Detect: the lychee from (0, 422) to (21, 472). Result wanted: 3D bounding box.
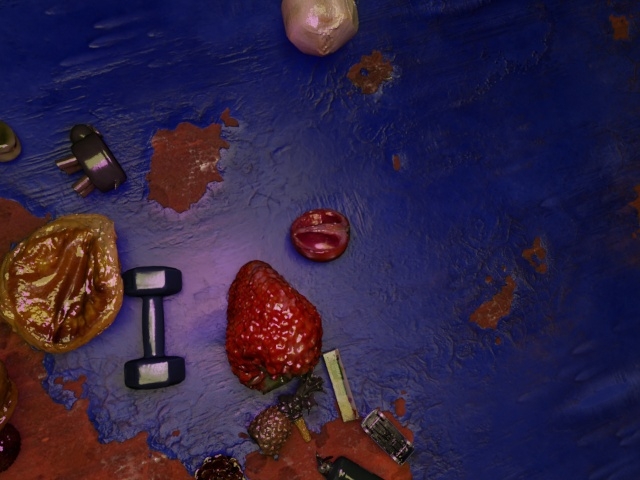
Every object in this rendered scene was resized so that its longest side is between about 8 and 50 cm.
[{"bbox_3d":[-0.817,0.522,1.515,0.123,0.123,0.128,20,87,-7],"label":"lychee"}]

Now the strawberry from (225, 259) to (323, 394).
[{"bbox_3d":[-0.129,0.211,1.615,0.267,0.312,0.351,-6,63,-32],"label":"strawberry"}]

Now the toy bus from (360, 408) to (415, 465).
[{"bbox_3d":[0.184,0.553,1.716,0.073,0.076,0.167,-44,93,-12],"label":"toy bus"}]

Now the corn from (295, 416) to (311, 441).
[{"bbox_3d":[-0.051,0.525,1.700,0.027,0.028,0.083,-27,87,8],"label":"corn"}]

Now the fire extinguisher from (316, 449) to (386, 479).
[{"bbox_3d":[0.096,0.670,1.674,0.295,0.118,0.093,31,42,-5],"label":"fire extinguisher"}]

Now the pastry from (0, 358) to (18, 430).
[{"bbox_3d":[-0.876,0.385,1.478,0.235,0.132,0.240,2,46,13],"label":"pastry"}]

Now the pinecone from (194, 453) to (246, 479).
[{"bbox_3d":[-0.263,0.635,1.598,0.140,0.121,0.140,4,78,-18],"label":"pinecone"}]

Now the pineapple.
[{"bbox_3d":[-0.085,0.467,1.658,0.125,0.125,0.251,45,75,-1],"label":"pineapple"}]

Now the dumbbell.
[{"bbox_3d":[-0.445,0.229,1.613,0.144,0.160,0.324,-6,82,17],"label":"dumbbell"}]

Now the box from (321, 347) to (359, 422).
[{"bbox_3d":[0.057,0.413,1.731,0.050,0.041,0.207,-16,84,-9],"label":"box"}]

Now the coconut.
[{"bbox_3d":[0.003,-0.660,1.798,0.227,0.227,0.230,-14,83,-12],"label":"coconut"}]

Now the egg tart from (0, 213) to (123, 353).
[{"bbox_3d":[-0.663,0.114,1.583,0.340,0.153,0.351,-17,79,-3],"label":"egg tart"}]

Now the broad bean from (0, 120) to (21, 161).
[{"bbox_3d":[-0.927,-0.265,1.637,0.207,0.072,0.153,-4,70,-10],"label":"broad bean"}]

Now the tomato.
[{"bbox_3d":[0.000,0.000,1.761,0.174,0.099,0.189,3,41,4],"label":"tomato"}]

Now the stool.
[{"bbox_3d":[-0.631,-0.211,1.658,0.139,0.153,0.228,-33,46,-10],"label":"stool"}]
